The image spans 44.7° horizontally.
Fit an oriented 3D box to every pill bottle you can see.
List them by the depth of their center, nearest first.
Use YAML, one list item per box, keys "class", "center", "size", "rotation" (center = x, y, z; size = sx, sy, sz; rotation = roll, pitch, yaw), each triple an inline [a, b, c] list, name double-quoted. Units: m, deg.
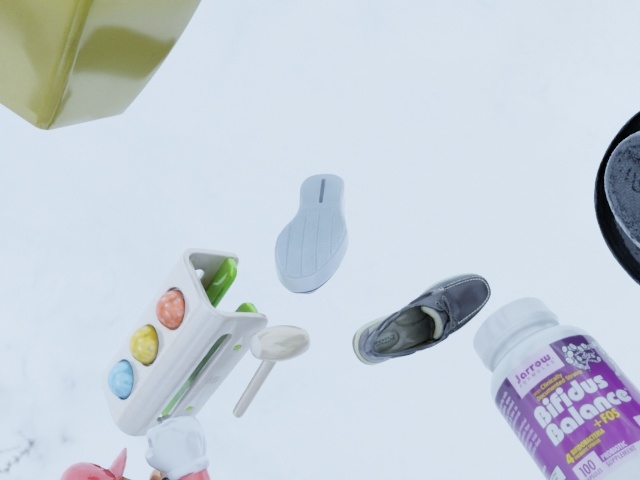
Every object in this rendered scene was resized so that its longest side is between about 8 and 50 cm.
- class: "pill bottle"
  center: [0.337, 0.223, 1.055]
  size: [0.169, 0.301, 0.169]
  rotation: [-17, 137, -17]

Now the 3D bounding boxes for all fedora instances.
- class: "fedora"
  center: [0.483, -0.048, 0.993]
  size: [0.152, 0.334, 0.334]
  rotation: [0, 118, -45]

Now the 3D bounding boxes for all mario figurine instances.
- class: "mario figurine"
  center: [-0.107, 0.286, 0.782]
  size: [0.320, 0.170, 0.198]
  rotation: [19, 81, 2]

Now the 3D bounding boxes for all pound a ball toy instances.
- class: "pound a ball toy"
  center: [-0.179, 0.161, 1.076]
  size: [0.135, 0.208, 0.319]
  rotation: [7, 132, -42]

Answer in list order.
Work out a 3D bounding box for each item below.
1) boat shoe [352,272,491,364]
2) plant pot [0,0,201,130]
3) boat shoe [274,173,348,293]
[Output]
- class: "boat shoe"
  center: [0.105, 0.078, 0.747]
  size: [0.152, 0.049, 0.056]
  rotation: [-29, 96, -15]
- class: "plant pot"
  center: [-0.288, -0.244, 0.863]
  size: [0.212, 0.212, 0.187]
  rotation: [32, 117, 13]
- class: "boat shoe"
  center: [0.000, 0.000, 1.231]
  size: [0.109, 0.302, 0.094]
  rotation: [-1, 122, 12]
